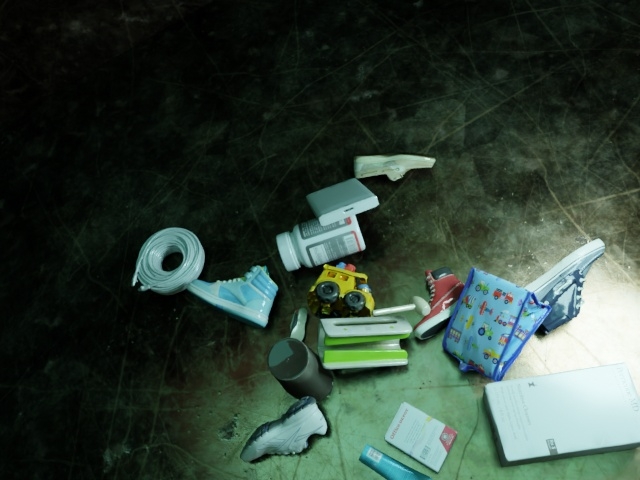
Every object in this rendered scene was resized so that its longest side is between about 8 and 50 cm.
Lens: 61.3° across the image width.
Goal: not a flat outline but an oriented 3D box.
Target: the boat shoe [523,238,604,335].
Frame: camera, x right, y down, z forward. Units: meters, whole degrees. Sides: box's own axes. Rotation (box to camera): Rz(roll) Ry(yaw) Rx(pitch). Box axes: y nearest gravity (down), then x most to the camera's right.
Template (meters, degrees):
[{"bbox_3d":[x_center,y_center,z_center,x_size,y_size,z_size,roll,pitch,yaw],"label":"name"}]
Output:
[{"bbox_3d":[0.772,0.150,1.672,0.340,0.127,0.158,-37,67,2],"label":"boat shoe"}]

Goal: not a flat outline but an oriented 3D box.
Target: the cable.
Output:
[{"bbox_3d":[-0.557,0.078,2.011,0.257,0.089,0.257,-3,63,10],"label":"cable"}]

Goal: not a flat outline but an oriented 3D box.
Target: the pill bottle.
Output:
[{"bbox_3d":[0.000,0.000,1.884,0.283,0.161,0.161,-18,61,3],"label":"pill bottle"}]

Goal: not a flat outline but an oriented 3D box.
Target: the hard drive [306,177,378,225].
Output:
[{"bbox_3d":[0.068,-0.141,1.893,0.203,0.040,0.307,-21,20,-3],"label":"hard drive"}]

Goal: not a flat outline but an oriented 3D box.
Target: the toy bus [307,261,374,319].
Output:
[{"bbox_3d":[0.092,0.166,1.806,0.220,0.149,0.211,15,52,17],"label":"toy bus"}]

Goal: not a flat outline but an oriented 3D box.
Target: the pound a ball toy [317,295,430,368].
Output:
[{"bbox_3d":[0.158,0.266,1.662,0.319,0.208,0.136,-1,21,-12],"label":"pound a ball toy"}]

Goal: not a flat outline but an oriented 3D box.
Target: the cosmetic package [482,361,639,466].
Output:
[{"bbox_3d":[0.671,0.485,1.497,0.385,0.156,0.217,-14,60,7],"label":"cosmetic package"}]

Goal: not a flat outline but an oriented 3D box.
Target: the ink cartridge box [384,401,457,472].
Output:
[{"bbox_3d":[0.293,0.575,1.581,0.175,0.072,0.127,26,72,23],"label":"ink cartridge box"}]

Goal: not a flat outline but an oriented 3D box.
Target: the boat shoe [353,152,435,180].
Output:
[{"bbox_3d":[0.273,-0.273,2.005,0.302,0.109,0.098,0,103,12],"label":"boat shoe"}]

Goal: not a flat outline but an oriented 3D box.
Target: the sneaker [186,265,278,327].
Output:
[{"bbox_3d":[-0.294,0.158,1.894,0.319,0.127,0.208,22,72,11],"label":"sneaker"}]

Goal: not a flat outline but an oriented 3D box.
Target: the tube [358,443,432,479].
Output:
[{"bbox_3d":[0.212,0.670,1.569,0.207,0.052,0.080,27,77,18],"label":"tube"}]

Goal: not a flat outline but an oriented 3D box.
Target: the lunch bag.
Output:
[{"bbox_3d":[0.493,0.261,1.601,0.221,0.138,0.293,28,86,54],"label":"lunch bag"}]

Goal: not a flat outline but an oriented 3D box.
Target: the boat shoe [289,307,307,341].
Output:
[{"bbox_3d":[-0.080,0.293,1.824,0.043,0.049,0.137,-18,53,53],"label":"boat shoe"}]

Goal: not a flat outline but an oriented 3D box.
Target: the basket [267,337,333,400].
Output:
[{"bbox_3d":[-0.074,0.391,1.668,0.204,0.227,0.154,29,73,24],"label":"basket"}]

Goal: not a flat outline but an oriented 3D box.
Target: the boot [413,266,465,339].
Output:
[{"bbox_3d":[0.361,0.194,1.753,0.244,0.088,0.176,-35,61,-15],"label":"boot"}]

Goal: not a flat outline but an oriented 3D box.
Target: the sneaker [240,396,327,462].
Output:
[{"bbox_3d":[-0.113,0.601,1.639,0.297,0.111,0.129,-34,94,10],"label":"sneaker"}]
